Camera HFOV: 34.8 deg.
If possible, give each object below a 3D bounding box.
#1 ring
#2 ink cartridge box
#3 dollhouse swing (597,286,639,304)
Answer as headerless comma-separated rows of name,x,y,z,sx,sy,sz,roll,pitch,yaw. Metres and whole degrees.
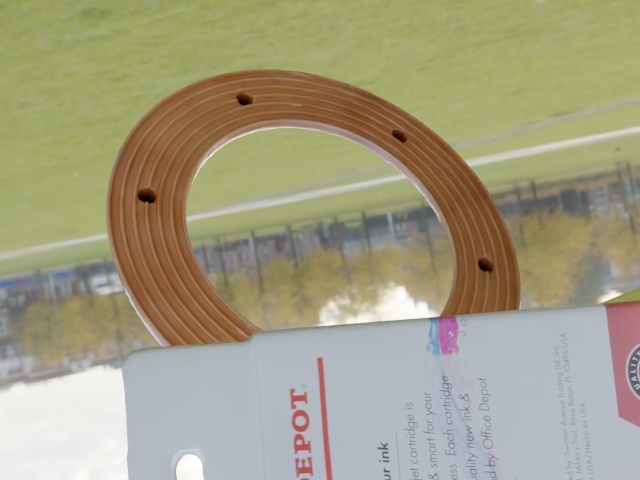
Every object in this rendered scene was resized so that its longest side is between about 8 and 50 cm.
ring,0.000,0.000,0.796,0.336,0.337,0.032,-10,149,-29
ink cartridge box,0.036,0.084,0.357,0.198,0.115,0.067,-3,174,-5
dollhouse swing,0.378,0.146,0.686,0.315,0.305,0.347,-23,178,5
